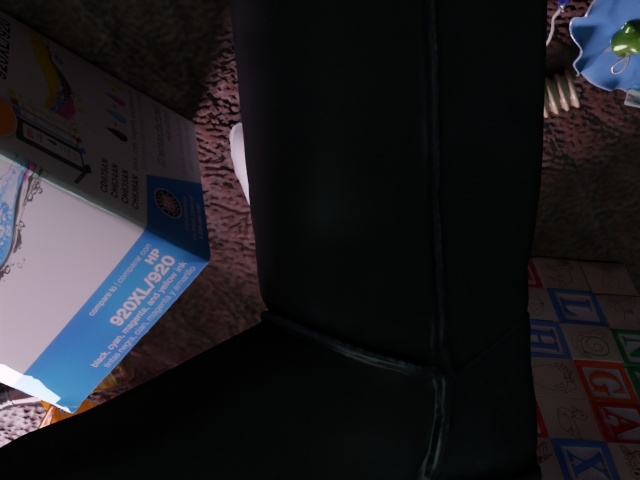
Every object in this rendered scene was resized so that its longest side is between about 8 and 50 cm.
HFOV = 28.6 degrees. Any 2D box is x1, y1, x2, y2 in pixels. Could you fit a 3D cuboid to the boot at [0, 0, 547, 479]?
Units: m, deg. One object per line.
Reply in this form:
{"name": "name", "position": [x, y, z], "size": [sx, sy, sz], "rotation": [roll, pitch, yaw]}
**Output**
{"name": "boot", "position": [-0.030, -0.045, 0.732], "size": [0.367, 0.146, 0.445], "rotation": [-2, 96, -27]}

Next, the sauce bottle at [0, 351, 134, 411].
{"name": "sauce bottle", "position": [-0.221, 0.117, 1.047], "size": [0.128, 0.042, 0.042], "rotation": [-20, 129, 5]}

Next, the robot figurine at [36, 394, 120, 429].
{"name": "robot figurine", "position": [-0.116, 0.204, 1.087], "size": [0.291, 0.085, 0.211], "rotation": [10, 131, -31]}

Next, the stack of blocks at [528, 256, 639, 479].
{"name": "stack of blocks", "position": [0.188, 0.137, 0.965], "size": [0.171, 0.297, 0.087], "rotation": [5, 127, -12]}

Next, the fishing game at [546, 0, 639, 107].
{"name": "fishing game", "position": [0.257, -0.141, 0.849], "size": [0.264, 0.041, 0.189], "rotation": [-5, 156, -9]}

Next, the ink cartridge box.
{"name": "ink cartridge box", "position": [-0.220, -0.034, 0.841], "size": [0.233, 0.171, 0.168], "rotation": [29, 118, -29]}

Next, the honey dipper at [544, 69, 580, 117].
{"name": "honey dipper", "position": [0.114, -0.090, 0.945], "size": [0.161, 0.030, 0.030], "rotation": [-17, 129, 9]}

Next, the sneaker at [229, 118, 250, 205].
{"name": "sneaker", "position": [0.000, 0.000, 0.956], "size": [0.090, 0.094, 0.235], "rotation": [-20, 128, 9]}
